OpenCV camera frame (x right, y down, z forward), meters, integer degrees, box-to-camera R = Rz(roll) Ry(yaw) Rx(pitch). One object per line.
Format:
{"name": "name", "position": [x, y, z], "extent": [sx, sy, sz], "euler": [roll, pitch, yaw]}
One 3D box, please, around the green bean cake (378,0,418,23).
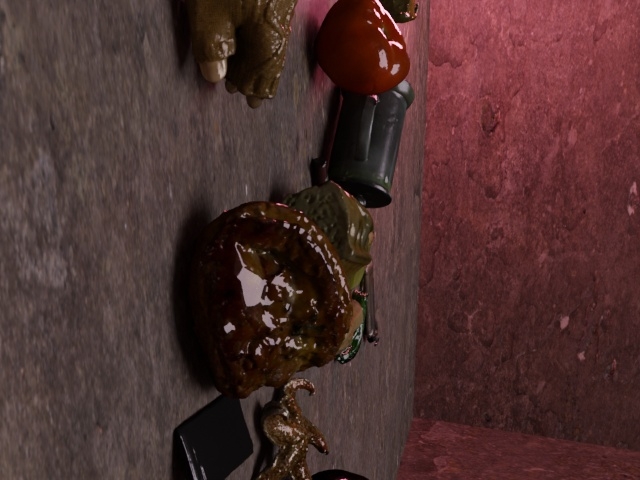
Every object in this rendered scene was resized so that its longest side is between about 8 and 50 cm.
{"name": "green bean cake", "position": [0.224, -0.780, 2.366], "extent": [0.233, 0.124, 0.236], "euler": [-50, 143, -68]}

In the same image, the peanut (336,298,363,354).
{"name": "peanut", "position": [0.036, 0.214, 2.007], "extent": [0.290, 0.130, 0.130], "euler": [-38, 132, -69]}

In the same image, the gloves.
{"name": "gloves", "position": [-0.112, -0.360, 1.149], "extent": [0.203, 0.155, 0.357], "euler": [-58, 154, -53]}

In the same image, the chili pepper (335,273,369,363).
{"name": "chili pepper", "position": [0.101, 0.240, 2.390], "extent": [0.122, 0.065, 0.279], "euler": [44, 56, -77]}

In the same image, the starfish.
{"name": "starfish", "position": [-0.057, 0.460, 1.735], "extent": [0.312, 0.113, 0.303], "euler": [-40, 117, -61]}

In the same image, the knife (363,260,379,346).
{"name": "knife", "position": [0.168, 0.215, 2.700], "extent": [0.089, 0.043, 0.365], "euler": [-66, 155, -51]}

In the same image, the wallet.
{"name": "wallet", "position": [-0.178, 0.345, 1.354], "extent": [0.244, 0.025, 0.124], "euler": [-16, 90, -73]}

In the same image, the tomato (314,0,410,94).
{"name": "tomato", "position": [0.094, -0.444, 1.823], "extent": [0.259, 0.180, 0.260], "euler": [36, 39, -37]}

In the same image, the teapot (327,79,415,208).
{"name": "teapot", "position": [0.117, -0.251, 1.984], "extent": [0.270, 0.200, 0.337], "euler": [88, 13, -73]}

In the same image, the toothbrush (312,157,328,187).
{"name": "toothbrush", "position": [0.012, -0.053, 1.987], "extent": [0.041, 0.040, 0.364], "euler": [-69, 160, -46]}

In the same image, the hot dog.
{"name": "hot dog", "position": [-0.088, 0.114, 1.308], "extent": [0.266, 0.174, 0.388], "euler": [-26, 135, -21]}

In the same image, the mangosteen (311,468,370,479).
{"name": "mangosteen", "position": [0.052, 0.697, 1.864], "extent": [0.297, 0.313, 0.297], "euler": [-15, 108, -52]}

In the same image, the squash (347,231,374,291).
{"name": "squash", "position": [0.083, 0.061, 2.140], "extent": [0.137, 0.137, 0.288], "euler": [-65, 158, -53]}

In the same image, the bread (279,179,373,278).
{"name": "bread", "position": [0.000, -0.006, 1.670], "extent": [0.196, 0.238, 0.252], "euler": [57, 1, 15]}
